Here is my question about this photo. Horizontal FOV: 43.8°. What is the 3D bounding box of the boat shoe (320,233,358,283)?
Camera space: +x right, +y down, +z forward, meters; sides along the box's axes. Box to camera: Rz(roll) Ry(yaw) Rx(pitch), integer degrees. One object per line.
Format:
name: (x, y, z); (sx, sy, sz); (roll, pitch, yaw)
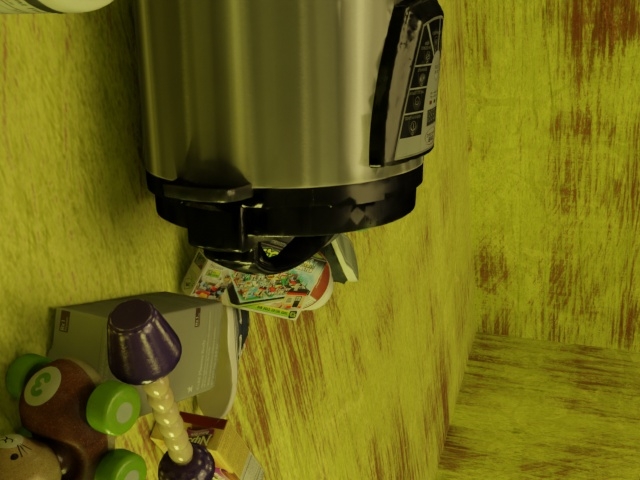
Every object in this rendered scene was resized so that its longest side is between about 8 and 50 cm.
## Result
boat shoe: (0.000, 0.000, 1.550); (0.302, 0.091, 0.114); (66, 15, -49)

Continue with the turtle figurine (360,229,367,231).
turtle figurine: (0.114, -0.144, 1.614); (0.275, 0.197, 0.266); (61, 18, -47)

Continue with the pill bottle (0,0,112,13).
pill bottle: (-0.236, -0.251, 0.592); (0.161, 0.283, 0.161); (5, 90, -70)

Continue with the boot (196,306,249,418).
boot: (-0.143, 0.179, 1.243); (0.086, 0.069, 0.190); (6, 88, -67)

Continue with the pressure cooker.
pressure cooker: (-0.045, -0.170, 1.016); (0.375, 0.369, 0.421); (-147, -126, -63)

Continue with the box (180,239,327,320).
box: (-0.097, 0.049, 1.198); (0.207, 0.036, 0.114); (17, 107, -41)

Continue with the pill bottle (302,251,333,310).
pill bottle: (-0.052, 0.054, 1.385); (0.216, 0.121, 0.121); (44, 54, -65)

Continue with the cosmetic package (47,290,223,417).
cosmetic package: (-0.221, 0.137, 0.984); (0.238, 0.107, 0.127); (-11, 108, -71)

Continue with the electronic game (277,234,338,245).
electronic game: (-0.050, -0.089, 1.289); (0.229, 0.048, 0.229); (11, 66, -27)

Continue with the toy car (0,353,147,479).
toy car: (-0.292, 0.210, 0.771); (0.188, 0.155, 0.149); (-24, 118, -53)

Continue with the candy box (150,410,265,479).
candy box: (-0.162, 0.316, 1.173); (0.187, 0.109, 0.053); (71, 32, -49)

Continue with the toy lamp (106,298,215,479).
toy lamp: (-0.176, 0.176, 0.876); (0.080, 0.080, 0.275); (-63, 156, -45)
